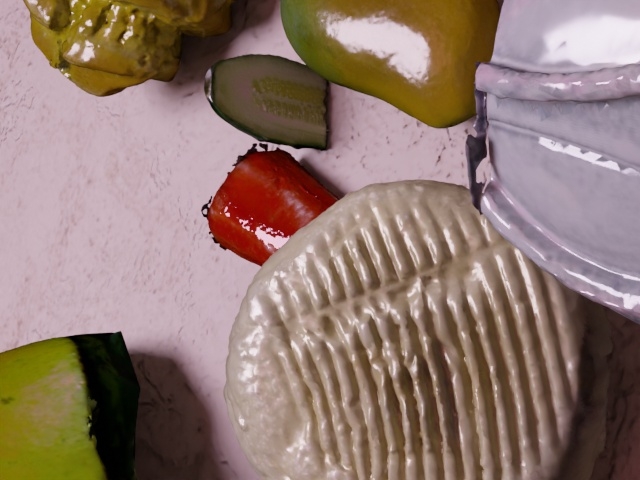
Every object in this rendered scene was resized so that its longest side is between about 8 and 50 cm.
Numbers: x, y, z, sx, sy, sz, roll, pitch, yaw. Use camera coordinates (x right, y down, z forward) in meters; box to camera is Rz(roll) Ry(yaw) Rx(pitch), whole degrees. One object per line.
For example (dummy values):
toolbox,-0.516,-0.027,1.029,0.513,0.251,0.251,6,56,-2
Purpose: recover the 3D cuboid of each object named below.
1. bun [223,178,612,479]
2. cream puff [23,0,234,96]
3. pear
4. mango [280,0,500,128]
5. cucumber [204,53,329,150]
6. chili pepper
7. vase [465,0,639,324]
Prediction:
bun,0.058,0.080,0.617,0.220,0.134,0.220,-1,86,16
cream puff,-0.149,-0.219,0.863,0.194,0.195,0.221,51,119,38
pear,-0.274,0.250,0.795,0.399,0.165,0.398,-34,48,50
mango,0.051,-0.154,0.721,0.191,0.085,0.122,30,91,33
cucumber,-0.043,-0.100,0.775,0.035,0.107,0.067,-12,74,47
chili pepper,0.003,-0.002,0.748,0.169,0.065,0.088,29,84,36
vase,0.284,-0.031,0.362,0.445,0.250,0.250,18,93,38
